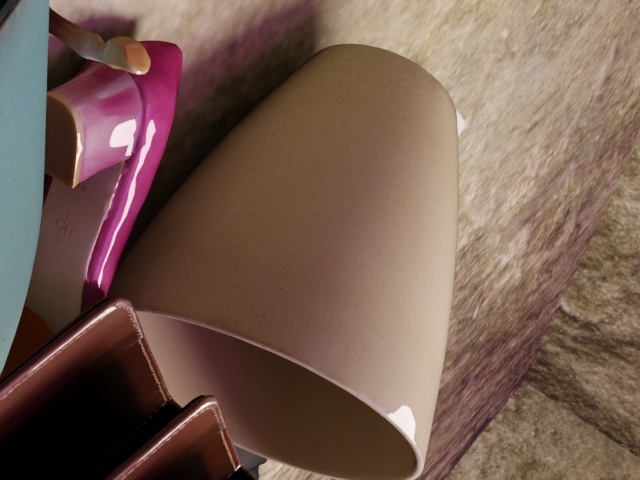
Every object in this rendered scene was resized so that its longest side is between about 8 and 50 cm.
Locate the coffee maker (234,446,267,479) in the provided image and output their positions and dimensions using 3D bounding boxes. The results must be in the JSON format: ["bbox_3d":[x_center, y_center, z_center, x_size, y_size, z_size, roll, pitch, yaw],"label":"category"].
[{"bbox_3d":[-0.128,0.182,0.928,0.178,0.120,0.171,-28,146,-54],"label":"coffee maker"}]

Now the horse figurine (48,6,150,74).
[{"bbox_3d":[-0.135,-0.161,0.346,0.066,0.174,0.263,-46,149,-51],"label":"horse figurine"}]

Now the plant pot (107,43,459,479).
[{"bbox_3d":[0.000,0.000,0.805,0.256,0.256,0.274,83,28,-62],"label":"plant pot"}]

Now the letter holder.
[{"bbox_3d":[-0.165,0.206,0.628,0.302,0.152,0.214,-43,158,-19],"label":"letter holder"}]

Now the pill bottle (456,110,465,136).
[{"bbox_3d":[0.076,-0.077,1.063,0.137,0.078,0.078,-53,160,-10],"label":"pill bottle"}]

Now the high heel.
[{"bbox_3d":[-0.142,-0.008,0.675,0.117,0.082,0.244,-41,150,-51],"label":"high heel"}]

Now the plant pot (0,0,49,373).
[{"bbox_3d":[-0.191,0.023,0.367,0.234,0.165,0.165,101,5,-51],"label":"plant pot"}]
